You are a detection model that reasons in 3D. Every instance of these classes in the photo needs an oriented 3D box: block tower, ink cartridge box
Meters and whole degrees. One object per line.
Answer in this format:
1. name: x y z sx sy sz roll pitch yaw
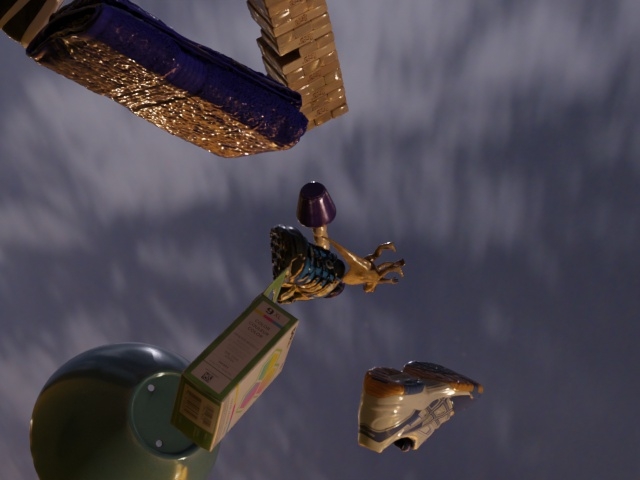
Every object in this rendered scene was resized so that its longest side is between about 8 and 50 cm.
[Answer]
1. block tower: -0.041 -0.304 1.608 0.097 0.091 0.335 52 -15 40
2. ink cartridge box: -0.085 0.138 1.318 0.062 0.209 0.109 33 -41 13

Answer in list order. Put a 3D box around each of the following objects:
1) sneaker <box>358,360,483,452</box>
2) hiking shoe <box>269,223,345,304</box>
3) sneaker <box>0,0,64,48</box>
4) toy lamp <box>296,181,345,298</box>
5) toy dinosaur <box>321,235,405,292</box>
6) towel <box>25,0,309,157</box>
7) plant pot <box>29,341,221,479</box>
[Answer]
1. sneaker: 0.156 0.278 1.847 0.112 0.296 0.131 20 -79 41
2. hiking shoe: -0.021 0.036 2.009 0.304 0.132 0.113 91 -6 -77
3. sneaker: -0.406 -0.394 1.591 0.121 0.217 0.079 33 -4 -11
4. toy lamp: 0.000 0.000 2.152 0.080 0.080 0.274 34 -31 35
5. toy dinosaur: 0.072 0.041 1.651 0.183 0.093 0.053 49 25 -56
6. towel: -0.185 -0.201 1.372 0.308 0.076 0.228 28 -15 -31
7. plant pot: -0.263 0.276 1.665 0.290 0.290 0.195 58 -37 0
